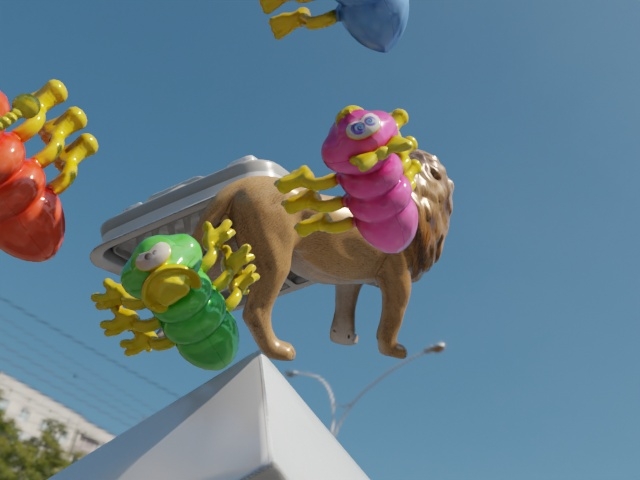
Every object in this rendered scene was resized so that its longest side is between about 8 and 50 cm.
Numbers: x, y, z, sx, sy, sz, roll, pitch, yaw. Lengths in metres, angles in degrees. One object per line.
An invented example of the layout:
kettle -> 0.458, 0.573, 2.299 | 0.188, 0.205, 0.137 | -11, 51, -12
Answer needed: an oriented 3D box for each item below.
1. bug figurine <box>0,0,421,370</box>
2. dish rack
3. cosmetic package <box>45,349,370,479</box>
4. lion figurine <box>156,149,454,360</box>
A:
bug figurine -> -0.044, -0.045, 0.378 | 0.279, 0.072, 0.216 | -33, -54, -8
dish rack -> -0.109, -0.005, 1.045 | 0.286, 0.072, 0.333 | -20, -25, 20
cosmetic package -> -0.106, 0.271, 0.438 | 0.377, 0.097, 0.284 | -32, -62, 8
lion figurine -> 0.000, 0.000, 0.840 | 0.142, 0.240, 0.392 | 9, 3, 44
